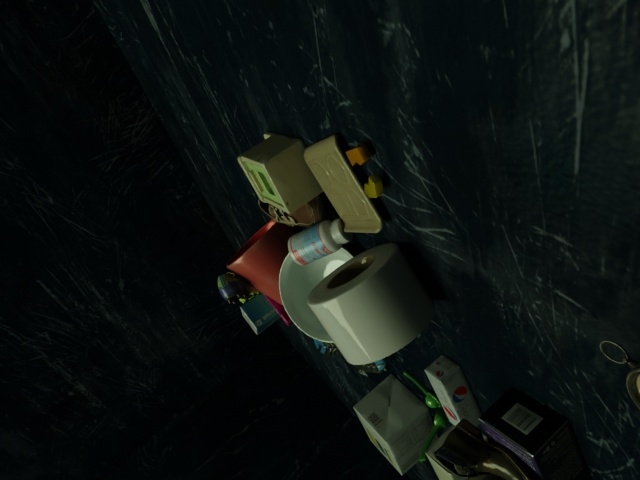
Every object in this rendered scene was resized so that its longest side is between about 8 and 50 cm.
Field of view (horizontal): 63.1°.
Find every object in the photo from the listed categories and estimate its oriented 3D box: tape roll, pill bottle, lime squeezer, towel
[{"bbox_3d":[0.113,0.138,1.183,0.169,0.246,0.246,57,165,-10],"label":"tape roll"},{"bbox_3d":[0.000,0.000,1.354,0.160,0.087,0.087,-25,105,31],"label":"pill bottle"},{"bbox_3d":[0.341,0.536,1.646,0.059,0.110,0.310,44,-154,-34],"label":"lime squeezer"},{"bbox_3d":[0.038,-0.037,1.463,0.113,0.023,0.152,55,163,-13],"label":"towel"}]

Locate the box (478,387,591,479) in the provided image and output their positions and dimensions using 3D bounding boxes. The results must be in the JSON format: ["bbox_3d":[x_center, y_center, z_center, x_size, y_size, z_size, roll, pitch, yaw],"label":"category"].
[{"bbox_3d":[0.450,0.441,1.094,0.207,0.108,0.153,61,163,-23],"label":"box"}]

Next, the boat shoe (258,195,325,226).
[{"bbox_3d":[-0.087,-0.089,1.484,0.324,0.116,0.123,20,125,64],"label":"boat shoe"}]

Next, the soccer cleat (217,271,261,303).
[{"bbox_3d":[-0.295,0.166,1.914,0.121,0.093,0.289,60,-174,10],"label":"soccer cleat"}]

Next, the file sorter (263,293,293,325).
[{"bbox_3d":[-0.141,0.177,2.118,0.290,0.202,0.182,51,168,12],"label":"file sorter"}]

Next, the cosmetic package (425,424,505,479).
[{"bbox_3d":[0.450,0.706,1.577,0.113,0.160,0.309,29,152,55],"label":"cosmetic package"}]

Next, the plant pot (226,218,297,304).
[{"bbox_3d":[-0.154,0.080,1.871,0.243,0.275,0.275,47,166,-10],"label":"plant pot"}]

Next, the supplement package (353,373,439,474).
[{"bbox_3d":[0.286,0.686,1.943,0.199,0.198,0.262,37,157,47],"label":"supplement package"}]

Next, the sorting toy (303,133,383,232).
[{"bbox_3d":[0.069,-0.124,1.147,0.229,0.041,0.307,62,163,-11],"label":"sorting toy"}]

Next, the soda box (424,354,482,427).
[{"bbox_3d":[0.356,0.411,1.383,0.074,0.069,0.216,28,149,60],"label":"soda box"}]

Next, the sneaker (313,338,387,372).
[{"bbox_3d":[0.124,0.370,1.908,0.341,0.140,0.125,14,129,47],"label":"sneaker"}]

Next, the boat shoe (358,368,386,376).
[{"bbox_3d":[0.175,0.480,2.054,0.095,0.079,0.254,59,164,-16],"label":"boat shoe"}]

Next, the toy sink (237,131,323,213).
[{"bbox_3d":[-0.119,-0.184,1.388,0.234,0.131,0.152,31,152,57],"label":"toy sink"}]

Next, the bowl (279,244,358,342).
[{"bbox_3d":[0.038,0.130,1.490,0.298,0.134,0.297,8,105,31],"label":"bowl"}]

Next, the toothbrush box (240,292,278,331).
[{"bbox_3d":[-0.196,0.269,2.294,0.126,0.295,0.216,52,166,9],"label":"toothbrush box"}]

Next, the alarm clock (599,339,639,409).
[{"bbox_3d":[0.439,0.184,0.647,0.192,0.064,0.129,37,158,41],"label":"alarm clock"}]

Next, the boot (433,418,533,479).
[{"bbox_3d":[0.338,0.474,1.086,0.219,0.106,0.082,27,150,60],"label":"boot"}]
